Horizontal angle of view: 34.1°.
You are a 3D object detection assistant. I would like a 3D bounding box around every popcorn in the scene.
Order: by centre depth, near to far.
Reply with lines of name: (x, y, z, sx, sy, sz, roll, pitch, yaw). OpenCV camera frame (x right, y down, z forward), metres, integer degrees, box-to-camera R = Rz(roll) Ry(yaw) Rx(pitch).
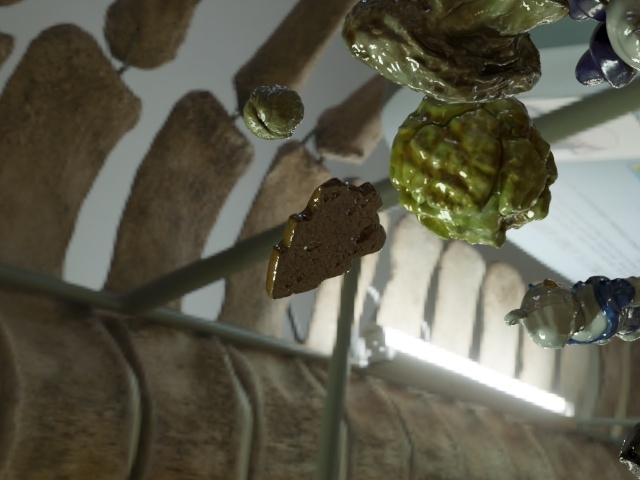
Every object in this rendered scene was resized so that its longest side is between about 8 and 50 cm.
popcorn: (0.255, -0.128, 1.845, 0.279, 0.335, 0.275, -3, -80, -39)

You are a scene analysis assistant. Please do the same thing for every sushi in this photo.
sushi: (0.490, 0.311, 1.534, 0.085, 0.083, 0.056, -55, -6, -26)

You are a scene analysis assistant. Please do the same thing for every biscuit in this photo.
biscuit: (0.000, 0.000, 0.890, 0.130, 0.019, 0.119, -43, -38, 0)

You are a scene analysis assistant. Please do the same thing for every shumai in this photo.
shumai: (0.134, -0.210, 0.949, 0.209, 0.153, 0.161, 4, -133, -26)

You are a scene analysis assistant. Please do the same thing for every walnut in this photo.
walnut: (-0.064, -0.177, 1.443, 0.092, 0.092, 0.092, 4, -94, -60)

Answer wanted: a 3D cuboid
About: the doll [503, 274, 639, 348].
doll: (0.239, 0.054, 0.849, 0.227, 0.114, 0.057, 0, -116, -37)

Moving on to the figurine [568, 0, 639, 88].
figurine: (0.367, -0.233, 0.925, 0.193, 0.421, 0.154, -35, -77, -32)
